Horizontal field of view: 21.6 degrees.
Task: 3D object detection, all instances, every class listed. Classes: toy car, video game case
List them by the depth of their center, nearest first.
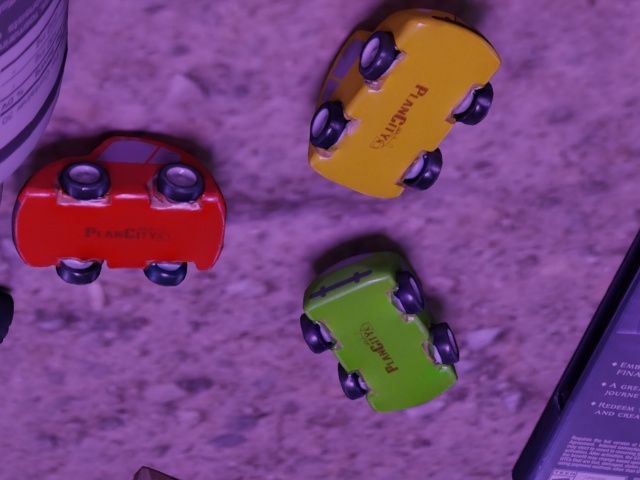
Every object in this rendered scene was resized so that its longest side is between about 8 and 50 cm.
[{"bbox_3d":[0.000,0.000,0.811,0.239,0.053,0.225,-22,131,13],"label":"toy car"},{"bbox_3d":[0.242,0.057,0.913,0.196,0.026,0.274,8,129,-15],"label":"video game case"}]

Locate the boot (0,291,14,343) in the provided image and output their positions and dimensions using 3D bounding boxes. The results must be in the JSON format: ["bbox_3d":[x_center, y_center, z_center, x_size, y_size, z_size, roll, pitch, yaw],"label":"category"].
[{"bbox_3d":[-0.220,0.052,0.834,0.099,0.045,0.121,22,118,-27],"label":"boot"}]

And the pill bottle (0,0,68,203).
[{"bbox_3d":[-0.175,-0.110,0.588,0.176,0.176,0.318,3,145,-10],"label":"pill bottle"}]

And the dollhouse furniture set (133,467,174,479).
[{"bbox_3d":[-0.054,0.244,0.970,0.184,0.129,0.129,24,125,-26],"label":"dollhouse furniture set"}]
